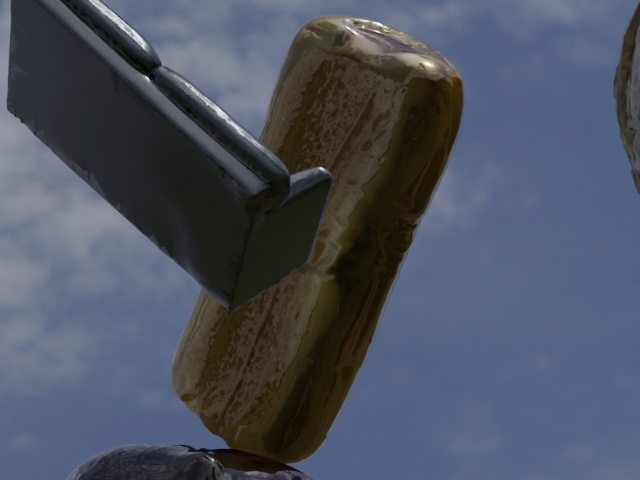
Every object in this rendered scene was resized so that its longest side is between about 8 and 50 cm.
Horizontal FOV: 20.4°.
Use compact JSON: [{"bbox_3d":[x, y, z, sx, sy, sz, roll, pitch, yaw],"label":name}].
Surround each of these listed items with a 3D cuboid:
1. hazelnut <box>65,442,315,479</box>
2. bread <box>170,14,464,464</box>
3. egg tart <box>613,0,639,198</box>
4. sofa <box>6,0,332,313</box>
[{"bbox_3d":[-0.069,0.214,1.041,0.229,0.230,0.229,-11,-29,-6],"label":"hazelnut"},{"bbox_3d":[0.000,0.000,1.221,0.091,0.142,0.305,9,-73,-50],"label":"bread"},{"bbox_3d":[0.358,-0.125,1.301,0.351,0.340,0.153,-43,-23,26],"label":"egg tart"},{"bbox_3d":[-0.060,-0.051,0.728,0.060,0.147,0.085,-36,-24,-31],"label":"sofa"}]
